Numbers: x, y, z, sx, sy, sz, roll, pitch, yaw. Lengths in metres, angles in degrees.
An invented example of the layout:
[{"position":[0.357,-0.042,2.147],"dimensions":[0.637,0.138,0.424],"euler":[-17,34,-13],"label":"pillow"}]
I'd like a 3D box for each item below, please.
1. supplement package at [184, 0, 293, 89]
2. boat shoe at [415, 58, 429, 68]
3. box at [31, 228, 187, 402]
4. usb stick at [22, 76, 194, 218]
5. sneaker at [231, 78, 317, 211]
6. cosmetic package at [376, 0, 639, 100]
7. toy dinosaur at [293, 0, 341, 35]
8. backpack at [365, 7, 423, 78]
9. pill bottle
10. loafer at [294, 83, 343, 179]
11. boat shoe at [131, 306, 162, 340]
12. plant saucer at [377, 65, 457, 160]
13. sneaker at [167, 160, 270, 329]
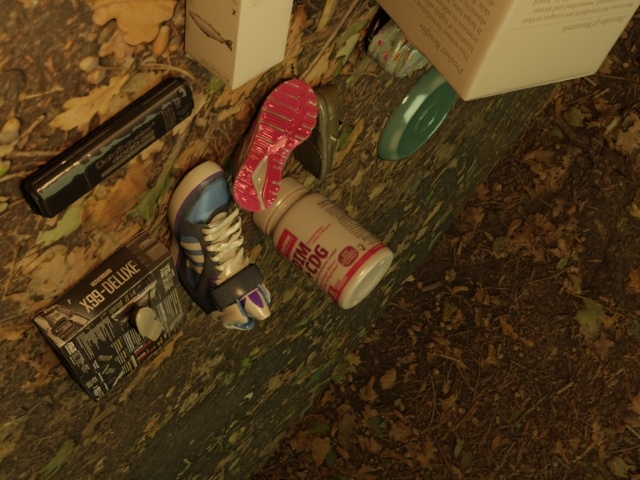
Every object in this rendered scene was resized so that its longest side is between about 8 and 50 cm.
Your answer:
[{"position":[-0.109,-0.315,1.065],"dimensions":[0.105,0.105,0.179],"euler":[-39,159,-31],"label":"supplement package"},{"position":[0.223,-0.412,1.723],"dimensions":[0.227,0.079,0.081],"euler":[-32,151,-53],"label":"boat shoe"},{"position":[-0.367,0.146,1.444],"dimensions":[0.242,0.076,0.307],"euler":[-43,162,-22],"label":"box"},{"position":[-0.290,-0.132,1.106],"dimensions":[0.278,0.045,0.077],"euler":[-42,154,-23],"label":"usb stick"},{"position":[-0.096,-0.175,1.423],"dimensions":[0.252,0.103,0.111],"euler":[-62,-159,-5],"label":"sneaker"},{"position":[0.323,-0.493,1.258],"dimensions":[0.327,0.329,0.393],"euler":[-17,148,-29],"label":"cosmetic package"},{"position":[0.015,-0.393,1.213],"dimensions":[0.118,0.064,0.268],"euler":[-20,162,-39],"label":"toy dinosaur"},{"position":[0.174,-0.410,1.550],"dimensions":[0.182,0.115,0.152],"euler":[-47,165,0],"label":"backpack"},{"position":[0.000,0.000,1.691],"dimensions":[0.160,0.283,0.160],"euler":[-44,162,-18],"label":"pill bottle"},{"position":[0.008,-0.215,1.582],"dimensions":[0.087,0.094,0.251],"euler":[-37,159,-23],"label":"loafer"},{"position":[-0.309,0.141,1.379],"dimensions":[0.125,0.038,0.046],"euler":[75,37,-71],"label":"boat shoe"},{"position":[0.267,-0.329,2.073],"dimensions":[0.317,0.044,0.317],"euler":[-43,161,-19],"label":"plant saucer"},{"position":[-0.160,0.031,1.440],"dimensions":[0.130,0.236,0.322],"euler":[-36,159,-37],"label":"sneaker"}]
